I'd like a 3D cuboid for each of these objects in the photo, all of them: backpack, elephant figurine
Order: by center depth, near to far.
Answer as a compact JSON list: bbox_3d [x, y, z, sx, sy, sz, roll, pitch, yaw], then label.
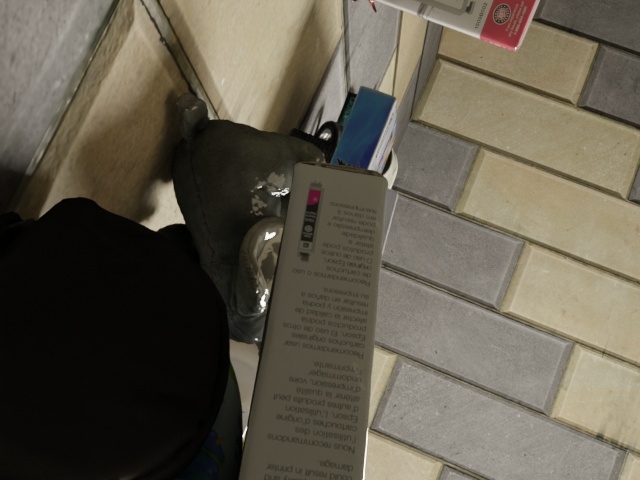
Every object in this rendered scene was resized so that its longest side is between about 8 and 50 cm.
[{"bbox_3d":[-0.168,0.198,0.457,0.355,0.273,0.290,-58,-169,18],"label":"backpack"},{"bbox_3d":[-0.075,0.019,0.686,0.169,0.186,0.239,143,-45,-64],"label":"elephant figurine"}]

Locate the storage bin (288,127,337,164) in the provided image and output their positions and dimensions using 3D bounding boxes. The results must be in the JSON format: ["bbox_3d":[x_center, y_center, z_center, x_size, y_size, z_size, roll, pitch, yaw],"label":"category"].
[{"bbox_3d":[-0.037,-0.070,1.135,0.122,0.084,0.180,83,29,-75],"label":"storage bin"}]

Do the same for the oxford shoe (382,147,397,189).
[{"bbox_3d":[0.063,-0.054,1.630,0.130,0.169,0.449,75,33,-65],"label":"oxford shoe"}]

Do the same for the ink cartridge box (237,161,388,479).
[{"bbox_3d":[-0.022,0.175,0.475,0.324,0.072,0.330,100,0,-53],"label":"ink cartridge box"}]

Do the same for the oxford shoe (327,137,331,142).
[{"bbox_3d":[0.054,-0.129,1.454,0.227,0.083,0.096,61,47,-60],"label":"oxford shoe"}]

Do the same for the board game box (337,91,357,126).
[{"bbox_3d":[0.045,-0.214,1.531,0.126,0.026,0.186,-4,115,-81],"label":"board game box"}]

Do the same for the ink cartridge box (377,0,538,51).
[{"bbox_3d":[0.236,-0.462,1.200,0.117,0.283,0.207,-43,154,-65],"label":"ink cartridge box"}]

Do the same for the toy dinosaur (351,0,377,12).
[{"bbox_3d":[0.071,-0.392,1.069,0.082,0.090,0.047,-20,-122,57],"label":"toy dinosaur"}]

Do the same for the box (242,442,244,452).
[{"bbox_3d":[-0.178,0.397,1.341,0.203,0.114,0.103,101,12,-50],"label":"box"}]

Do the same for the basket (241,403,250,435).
[{"bbox_3d":[-0.180,0.270,0.915,0.103,0.113,0.167,-36,-155,60],"label":"basket"}]

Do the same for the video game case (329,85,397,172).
[{"bbox_3d":[0.044,-0.078,1.124,0.244,0.061,0.269,36,76,-82],"label":"video game case"}]

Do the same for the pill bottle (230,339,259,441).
[{"bbox_3d":[-0.084,0.156,1.127,0.301,0.169,0.169,-56,166,-60],"label":"pill bottle"}]

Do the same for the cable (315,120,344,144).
[{"bbox_3d":[-0.007,-0.069,1.311,0.139,0.072,0.287,1,-103,55],"label":"cable"}]

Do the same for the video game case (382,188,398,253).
[{"bbox_3d":[0.043,0.119,1.200,0.300,0.036,0.328,112,-4,-61],"label":"video game case"}]
